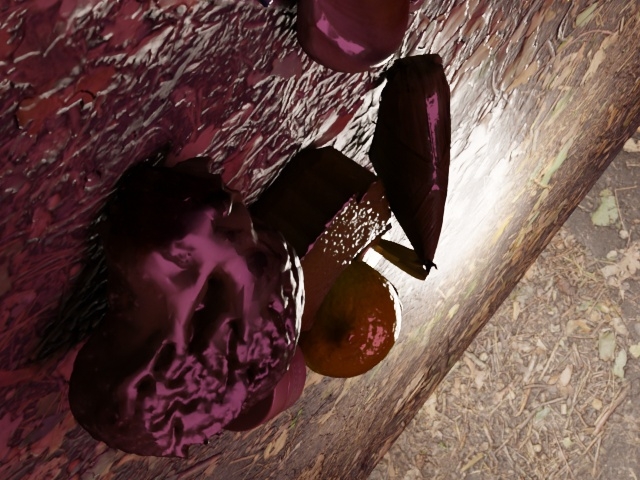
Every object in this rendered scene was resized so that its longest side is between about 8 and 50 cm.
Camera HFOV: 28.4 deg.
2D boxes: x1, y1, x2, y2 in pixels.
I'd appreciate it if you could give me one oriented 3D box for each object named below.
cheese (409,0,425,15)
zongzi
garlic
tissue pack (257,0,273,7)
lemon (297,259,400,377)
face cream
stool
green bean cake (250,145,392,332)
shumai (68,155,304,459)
[{"bbox_3d":[0.178,-0.448,1.535,0.085,0.034,0.400,-1,129,-45],"label":"cheese"},{"bbox_3d":[0.143,-0.113,1.817,0.115,0.256,0.228,-3,143,-10],"label":"zongzi"},{"bbox_3d":[0.021,-0.262,1.441,0.129,0.148,0.266,-21,-177,27],"label":"garlic"},{"bbox_3d":[-0.043,-0.314,1.206,0.155,0.065,0.115,-53,161,2],"label":"tissue pack"},{"bbox_3d":[0.035,0.121,1.971,0.187,0.187,0.244,-54,-171,3],"label":"lemon"},{"bbox_3d":[-0.109,0.202,1.893,0.149,0.149,0.104,-60,163,22],"label":"face cream"},{"bbox_3d":[0.124,0.053,2.274,0.135,0.110,0.134,-27,150,-52],"label":"stool"},{"bbox_3d":[-0.017,-0.003,1.778,0.236,0.124,0.233,-51,162,-8],"label":"green bean cake"},{"bbox_3d":[-0.138,0.063,1.438,0.346,0.217,0.283,-38,158,-33],"label":"shumai"}]
